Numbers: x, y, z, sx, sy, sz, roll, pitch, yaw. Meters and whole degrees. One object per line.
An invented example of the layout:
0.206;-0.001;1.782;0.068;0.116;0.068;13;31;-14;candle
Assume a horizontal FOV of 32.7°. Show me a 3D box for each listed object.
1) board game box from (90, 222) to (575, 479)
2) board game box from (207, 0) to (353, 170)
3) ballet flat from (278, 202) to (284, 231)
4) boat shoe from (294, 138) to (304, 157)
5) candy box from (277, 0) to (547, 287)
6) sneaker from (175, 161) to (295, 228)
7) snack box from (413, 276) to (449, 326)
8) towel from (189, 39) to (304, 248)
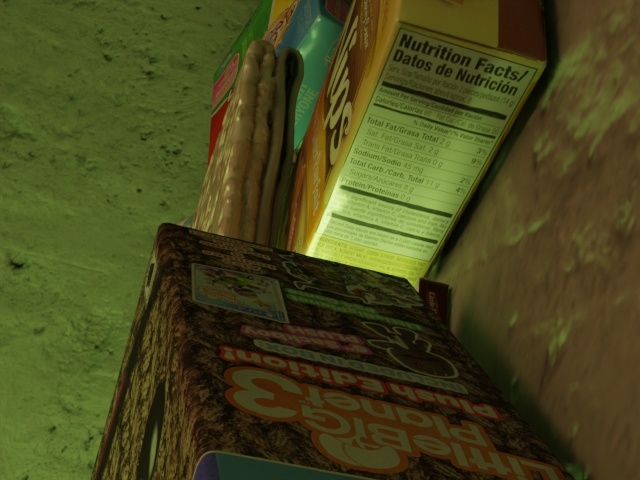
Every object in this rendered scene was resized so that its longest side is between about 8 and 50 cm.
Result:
-0.023;0.151;0.468;0.291;0.141;0.232;-125;50;-71;board game box
-0.046;-0.215;1.312;0.242;0.064;0.316;-53;21;24;board game box
0.000;0.000;1.023;0.232;0.080;0.073;-130;27;-83;ballet flat
-0.012;-0.163;1.391;0.184;0.066;0.063;-100;25;-49;boat shoe
0.043;-0.067;0.710;0.316;0.087;0.183;112;169;-48;candy box
-0.103;-0.021;1.361;0.087;0.228;0.092;59;-163;-22;sneaker
0.047;0.109;0.601;0.064;0.022;0.178;115;167;-51;snack box
-0.087;0.047;0.900;0.332;0.053;0.317;-85;14;-45;towel
